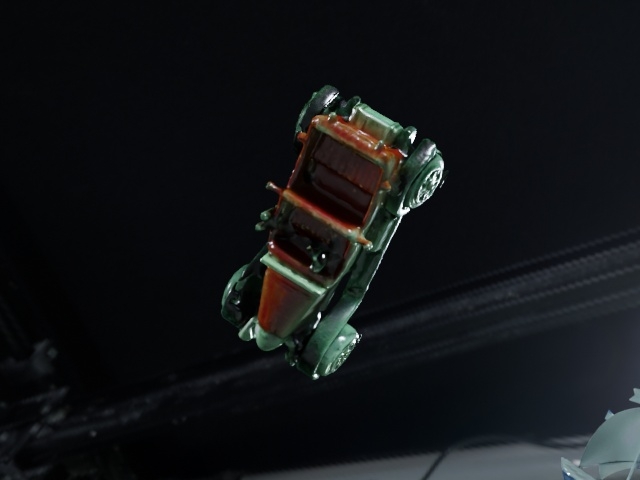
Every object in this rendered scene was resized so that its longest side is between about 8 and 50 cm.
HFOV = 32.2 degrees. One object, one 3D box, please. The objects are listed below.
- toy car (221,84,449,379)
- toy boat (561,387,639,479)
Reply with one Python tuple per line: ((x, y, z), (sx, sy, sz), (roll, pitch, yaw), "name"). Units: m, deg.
((0.000, 0.000, 0.534), (0.073, 0.054, 0.143), (33, -63, 14), "toy car")
((0.311, 0.228, 1.183), (0.105, 0.149, 0.034), (1, -18, 17), "toy boat")
